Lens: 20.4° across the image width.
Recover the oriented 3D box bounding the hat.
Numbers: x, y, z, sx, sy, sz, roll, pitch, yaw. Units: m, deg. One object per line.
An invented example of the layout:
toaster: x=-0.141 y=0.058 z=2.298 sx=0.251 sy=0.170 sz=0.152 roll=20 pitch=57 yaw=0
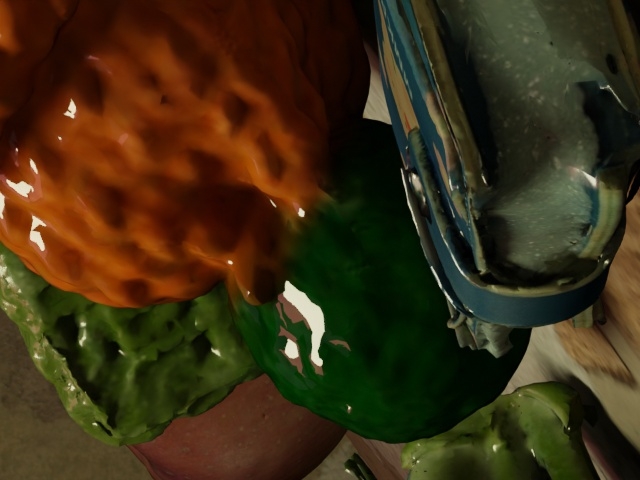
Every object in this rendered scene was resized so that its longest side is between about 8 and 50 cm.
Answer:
hat: x=-0.069 y=-0.096 z=0.763 sx=0.400 sy=0.285 sz=0.285 roll=24 pitch=177 yaw=-7

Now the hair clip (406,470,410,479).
hair clip: x=0.135 y=0.351 z=1.178 sx=0.238 sy=0.392 sz=0.318 roll=26 pitch=-168 yaw=-41

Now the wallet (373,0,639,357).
wallet: x=0.046 y=-0.045 z=0.512 sx=0.202 sy=0.059 sz=0.141 roll=75 pitch=177 yaw=-74

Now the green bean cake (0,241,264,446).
green bean cake: x=-0.093 y=-0.034 z=1.003 sx=0.248 sy=0.222 sz=0.125 roll=60 pitch=173 yaw=-22

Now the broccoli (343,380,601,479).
broccoli: x=0.086 y=0.219 z=0.875 sx=0.321 sy=0.304 sz=0.283 roll=110 pitch=162 yaw=-57

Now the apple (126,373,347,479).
apple: x=-0.088 y=0.086 z=1.529 sx=0.306 sy=0.235 sz=0.306 roll=51 pitch=170 yaw=12
